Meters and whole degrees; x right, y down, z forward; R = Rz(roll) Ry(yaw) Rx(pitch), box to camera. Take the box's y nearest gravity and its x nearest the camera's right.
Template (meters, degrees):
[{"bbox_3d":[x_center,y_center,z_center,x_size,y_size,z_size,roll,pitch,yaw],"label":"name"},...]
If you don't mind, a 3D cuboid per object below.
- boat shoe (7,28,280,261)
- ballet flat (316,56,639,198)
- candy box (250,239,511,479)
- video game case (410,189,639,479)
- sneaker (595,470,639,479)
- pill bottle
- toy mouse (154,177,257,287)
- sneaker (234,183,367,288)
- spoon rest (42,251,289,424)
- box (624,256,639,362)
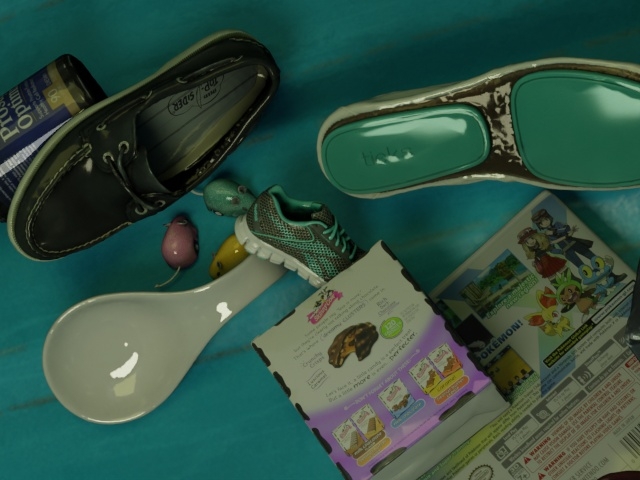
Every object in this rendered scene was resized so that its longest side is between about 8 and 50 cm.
[{"bbox_3d":[-0.176,-0.090,2.074,0.340,0.127,0.113,-35,28,-11],"label":"boat shoe"},{"bbox_3d":[0.194,-0.120,1.957,0.400,0.139,0.139,-5,64,20],"label":"ballet flat"},{"bbox_3d":[0.055,0.126,1.883,0.165,0.070,0.196,-38,58,3],"label":"candy box"},{"bbox_3d":[0.190,0.154,1.875,0.329,0.036,0.300,-42,57,0],"label":"video game case"},{"bbox_3d":[0.226,0.280,1.708,0.281,0.162,0.106,-31,35,4],"label":"sneaker"},{"bbox_3d":[-0.329,-0.096,2.163,0.219,0.123,0.122,-33,57,4],"label":"pill bottle"},{"bbox_3d":[-0.122,-0.020,2.092,0.161,0.031,0.143,-32,58,6],"label":"toy mouse"},{"bbox_3d":[0.000,0.000,1.969,0.166,0.076,0.065,23,39,-8],"label":"sneaker"},{"bbox_3d":[-0.155,0.082,2.011,0.276,0.137,0.084,-34,14,1],"label":"spoon rest"},{"bbox_3d":[0.473,-0.038,1.587,0.297,0.480,0.471,2,66,25],"label":"box"}]
